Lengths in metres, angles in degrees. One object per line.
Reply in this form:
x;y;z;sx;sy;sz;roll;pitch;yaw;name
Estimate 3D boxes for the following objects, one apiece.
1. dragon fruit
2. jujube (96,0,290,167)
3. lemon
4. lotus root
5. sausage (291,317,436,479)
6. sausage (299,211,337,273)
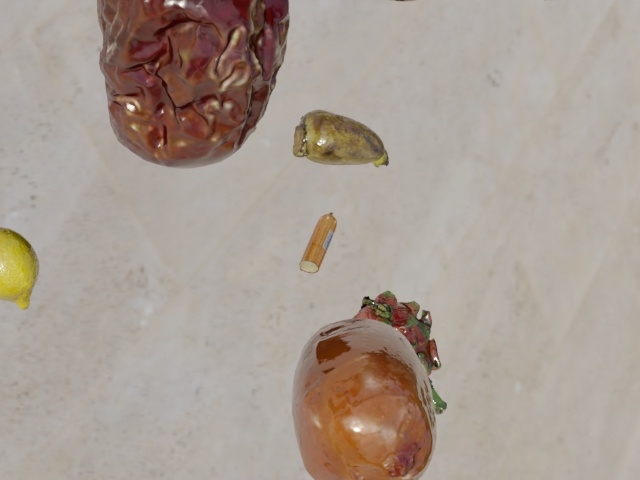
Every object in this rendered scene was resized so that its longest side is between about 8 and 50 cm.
0.130;0.184;1.928;0.236;0.135;0.137;44;36;-23;dragon fruit
-0.174;-0.265;1.603;0.276;0.377;0.277;8;56;-12;jujube
-0.314;0.027;1.219;0.065;0.065;0.092;-41;115;-44;lemon
0.044;-0.173;2.118;0.190;0.108;0.095;6;116;-26;lotus root
0.035;0.136;1.052;0.258;0.133;0.133;-82;163;-82;sausage
0.000;0.000;1.738;0.031;0.031;0.107;54;43;-33;sausage
